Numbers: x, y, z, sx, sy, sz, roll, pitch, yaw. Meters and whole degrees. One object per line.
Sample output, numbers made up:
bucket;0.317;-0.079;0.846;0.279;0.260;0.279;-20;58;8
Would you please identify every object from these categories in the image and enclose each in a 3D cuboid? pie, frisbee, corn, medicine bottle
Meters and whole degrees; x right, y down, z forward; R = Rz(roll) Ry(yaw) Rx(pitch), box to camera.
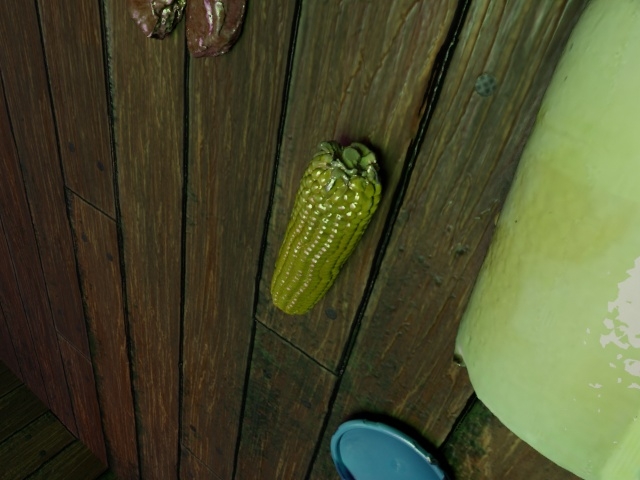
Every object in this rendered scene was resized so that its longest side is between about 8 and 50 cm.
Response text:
pie;-0.193;-0.355;0.643;0.218;0.054;0.205;17;124;31
frisbee;0.126;0.401;0.823;0.242;0.045;0.242;18;123;30
corn;0.000;0.000;0.659;0.106;0.106;0.305;38;136;16
medicine bottle;0.263;-0.054;0.318;0.235;0.235;0.407;25;119;25

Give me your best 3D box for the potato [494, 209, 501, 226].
potato;0.227;-0.012;0.501;0.083;0.068;0.062;41;95;-6
